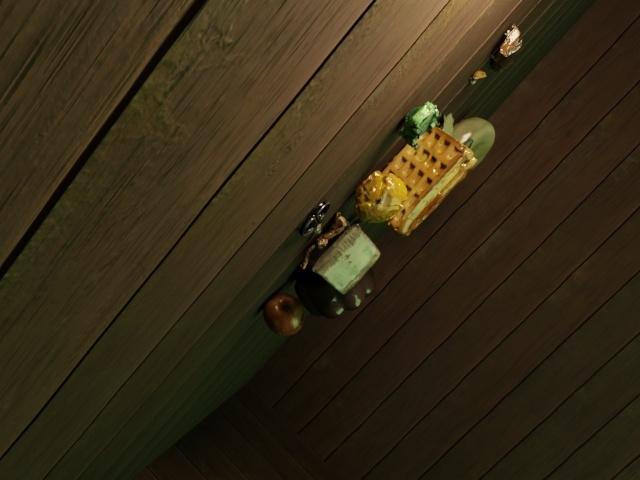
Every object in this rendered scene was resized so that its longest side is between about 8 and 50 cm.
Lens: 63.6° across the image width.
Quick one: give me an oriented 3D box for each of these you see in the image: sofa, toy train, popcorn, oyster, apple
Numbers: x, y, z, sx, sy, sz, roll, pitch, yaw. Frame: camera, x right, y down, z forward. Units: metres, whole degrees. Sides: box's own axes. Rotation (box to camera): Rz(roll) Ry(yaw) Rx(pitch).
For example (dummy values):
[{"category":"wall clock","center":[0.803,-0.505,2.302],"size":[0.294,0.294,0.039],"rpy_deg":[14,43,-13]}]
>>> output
[{"category":"sofa","center":[0.046,0.028,1.650],"size":[0.210,0.225,0.176],"rpy_deg":[-46,128,1]},{"category":"toy train","center":[0.248,-0.300,1.326],"size":[0.099,0.081,0.149],"rpy_deg":[-46,166,-6]},{"category":"popcorn","center":[0.173,-0.126,1.520],"size":[0.167,0.148,0.152],"rpy_deg":[-31,-156,5]},{"category":"oyster","center":[0.513,-0.535,1.685],"size":[0.051,0.034,0.093],"rpy_deg":[-32,-176,6]},{"category":"apple","center":[-0.128,0.255,1.792],"size":[0.146,0.146,0.131],"rpy_deg":[-43,159,-22]}]

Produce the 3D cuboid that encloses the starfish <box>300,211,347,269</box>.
[{"category":"starfish","center":[0.008,0.007,1.581],"size":[0.210,0.053,0.150],"rpy_deg":[-51,179,3]}]

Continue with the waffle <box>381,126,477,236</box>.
[{"category":"waffle","center":[0.300,-0.191,1.599],"size":[0.098,0.224,0.328],"rpy_deg":[28,108,-44]}]

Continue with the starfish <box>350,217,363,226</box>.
[{"category":"starfish","center":[0.106,-0.031,1.958],"size":[0.247,0.050,0.138],"rpy_deg":[-39,175,32]}]

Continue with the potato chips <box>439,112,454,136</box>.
[{"category":"potato chips","center":[0.419,-0.377,1.864],"size":[0.228,0.059,0.167],"rpy_deg":[-26,151,-55]}]

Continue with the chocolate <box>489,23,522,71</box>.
[{"category":"chocolate","center":[0.612,-0.616,1.691],"size":[0.102,0.065,0.329],"rpy_deg":[-50,173,16]}]

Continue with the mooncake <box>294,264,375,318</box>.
[{"category":"mooncake","center":[0.060,0.154,1.863],"size":[0.306,0.154,0.306],"rpy_deg":[-24,-164,7]}]

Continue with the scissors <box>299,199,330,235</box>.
[{"category":"scissors","center":[-0.011,-0.042,1.402],"size":[0.109,0.022,0.300],"rpy_deg":[-49,174,-5]}]

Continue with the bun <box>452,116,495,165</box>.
[{"category":"bun","center":[0.633,-0.437,2.310],"size":[0.283,0.179,0.283],"rpy_deg":[-30,149,-20]}]

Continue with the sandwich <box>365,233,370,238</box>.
[{"category":"sandwich","center":[0.093,0.075,2.241],"size":[0.251,0.087,0.226],"rpy_deg":[-52,171,31]}]
